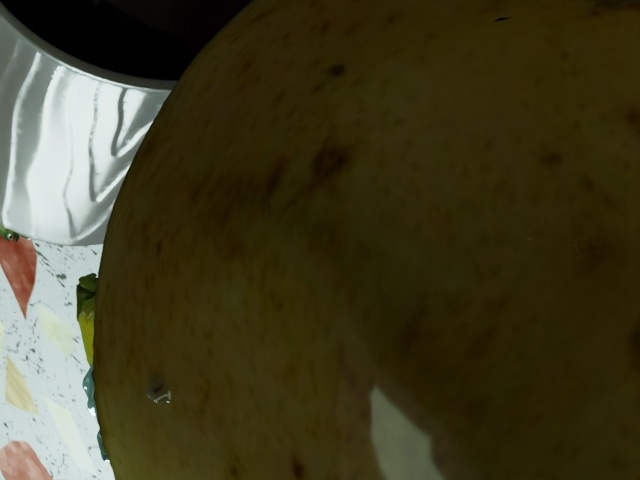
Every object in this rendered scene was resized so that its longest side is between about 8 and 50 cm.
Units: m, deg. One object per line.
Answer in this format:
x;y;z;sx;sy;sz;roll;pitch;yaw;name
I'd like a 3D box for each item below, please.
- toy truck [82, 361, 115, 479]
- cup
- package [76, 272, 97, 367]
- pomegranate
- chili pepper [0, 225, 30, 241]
0.034;0.113;0.981;0.136;0.305;0.162;-52;42;43;toy truck
-0.164;-0.127;1.138;0.208;0.288;0.273;67;155;14;cup
-0.123;0.113;1.472;0.168;0.090;0.226;-18;100;59;package
0.109;0.052;0.737;0.416;0.416;0.417;37;143;34;pomegranate
-0.261;-0.078;1.512;0.148;0.116;0.264;56;153;-17;chili pepper
